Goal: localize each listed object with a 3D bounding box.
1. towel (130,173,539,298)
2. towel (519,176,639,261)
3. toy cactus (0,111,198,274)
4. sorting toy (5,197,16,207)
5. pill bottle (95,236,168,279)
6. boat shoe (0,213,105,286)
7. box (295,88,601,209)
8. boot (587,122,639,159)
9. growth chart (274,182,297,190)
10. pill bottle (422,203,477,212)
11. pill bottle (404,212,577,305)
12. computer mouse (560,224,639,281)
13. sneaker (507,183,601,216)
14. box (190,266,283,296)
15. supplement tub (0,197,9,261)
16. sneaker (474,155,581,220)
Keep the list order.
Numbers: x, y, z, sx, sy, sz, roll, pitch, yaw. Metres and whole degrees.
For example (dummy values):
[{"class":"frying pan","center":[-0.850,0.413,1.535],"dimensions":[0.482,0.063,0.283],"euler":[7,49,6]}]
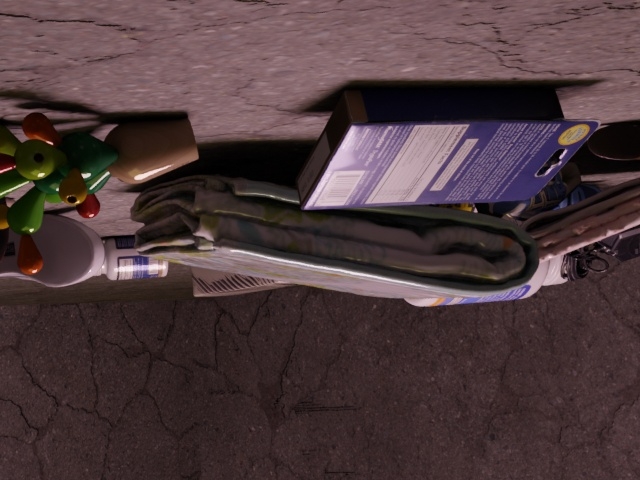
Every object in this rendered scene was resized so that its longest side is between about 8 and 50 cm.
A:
[{"class":"towel","center":[0.000,0.000,1.293],"dimensions":[0.374,0.090,0.320],"euler":[11,175,-22]},{"class":"towel","center":[0.361,-0.037,1.425],"dimensions":[0.331,0.053,0.317],"euler":[-20,175,-3]},{"class":"toy cactus","center":[-0.186,-0.052,0.938],"dimensions":[0.180,0.112,0.219],"euler":[-14,168,-8]},{"class":"sorting toy","center":[-0.466,-0.021,1.286],"dimensions":[0.208,0.038,0.193],"euler":[-7,175,21]},{"class":"pill bottle","center":[-0.302,0.027,1.849],"dimensions":[0.120,0.067,0.067],"euler":[-3,175,-16]},{"class":"boat shoe","center":[-0.358,0.009,1.531],"dimensions":[0.258,0.095,0.084],"euler":[4,-174,37]},{"class":"box","center":[0.104,-0.075,0.983],"dimensions":[0.225,0.037,0.136],"euler":[-2,153,-21]},{"class":"boot","center":[0.319,-0.098,1.222],"dimensions":[0.106,0.037,0.114],"euler":[-3,180,1]},{"class":"growth chart","center":[-0.052,-0.051,1.465],"dimensions":[0.237,0.021,0.172],"euler":[-8,176,36]},{"class":"pill bottle","center":[0.123,-0.051,1.369],"dimensions":[0.116,0.065,0.065],"euler":[-3,175,-31]},{"class":"pill bottle","center":[0.257,0.019,1.830],"dimensions":[0.272,0.152,0.152],"euler":[-3,175,-26]},{"class":"computer mouse","center":[0.481,-0.033,1.754],"dimensions":[0.272,0.072,0.188],"euler":[-16,153,2]},{"class":"sneaker","center":[0.328,-0.054,1.637],"dimensions":[0.144,0.053,0.059],"euler":[-5,173,-12]},{"class":"box","center":[-0.107,0.037,2.003],"dimensions":[0.113,0.094,0.275],"euler":[-1,173,-35]},{"class":"supplement tub","center":[-0.392,-0.012,1.073],"dimensions":[0.197,0.106,0.106],"euler":[-5,175,12]},{"class":"sneaker","center":[0.218,-0.069,1.294],"dimensions":[0.081,0.080,0.211],"euler":[-25,171,29]}]
